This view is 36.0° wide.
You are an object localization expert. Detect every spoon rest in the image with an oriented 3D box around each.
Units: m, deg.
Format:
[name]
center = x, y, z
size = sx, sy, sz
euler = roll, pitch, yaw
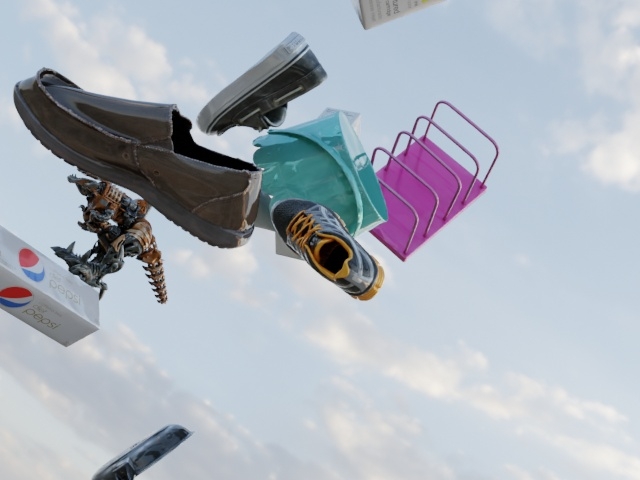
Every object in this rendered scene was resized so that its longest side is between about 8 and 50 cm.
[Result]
[spoon rest]
center = -0.110, -0.067, 2.037
size = 0.276, 0.137, 0.084
euler = 16, -50, 8

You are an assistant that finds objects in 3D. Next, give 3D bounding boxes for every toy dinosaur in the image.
[toy dinosaur]
center = -0.414, 0.000, 2.005
size = 0.322, 0.218, 0.164
euler = 50, -18, -2

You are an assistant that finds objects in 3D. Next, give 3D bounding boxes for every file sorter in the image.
[file sorter]
center = 0.222, -0.142, 2.174
size = 0.202, 0.290, 0.182
euler = 42, -28, 17

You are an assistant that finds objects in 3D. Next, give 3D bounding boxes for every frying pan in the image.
[frying pan]
center = -0.309, 0.362, 1.509
size = 0.197, 0.326, 0.053
euler = -34, -93, 21

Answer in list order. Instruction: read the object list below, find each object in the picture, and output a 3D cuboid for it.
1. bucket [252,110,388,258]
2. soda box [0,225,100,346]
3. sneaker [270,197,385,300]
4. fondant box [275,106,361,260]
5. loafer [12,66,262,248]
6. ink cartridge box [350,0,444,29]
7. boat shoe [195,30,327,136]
[bucket]
center = 0.004, -0.112, 1.952
size = 0.183, 0.281, 0.281
euler = -23, -52, 12
[soda box]
center = -0.407, 0.066, 1.389
size = 0.069, 0.074, 0.216
euler = -28, -42, 17
[sneaker]
center = 0.000, 0.000, 1.388
size = 0.215, 0.084, 0.083
euler = 37, 7, 34
[fondant box]
center = -0.003, -0.137, 2.323
size = 0.096, 0.330, 0.238
euler = 13, -55, 19
[loafer]
center = -0.227, -0.134, 1.299
size = 0.365, 0.130, 0.134
euler = 31, 19, -2
[ink cartridge box]
center = 0.154, -0.410, 1.224
size = 0.201, 0.278, 0.117
euler = 72, -3, -59
[boat shoe]
center = -0.116, -0.256, 1.829
size = 0.119, 0.121, 0.335
euler = 51, -39, -9
